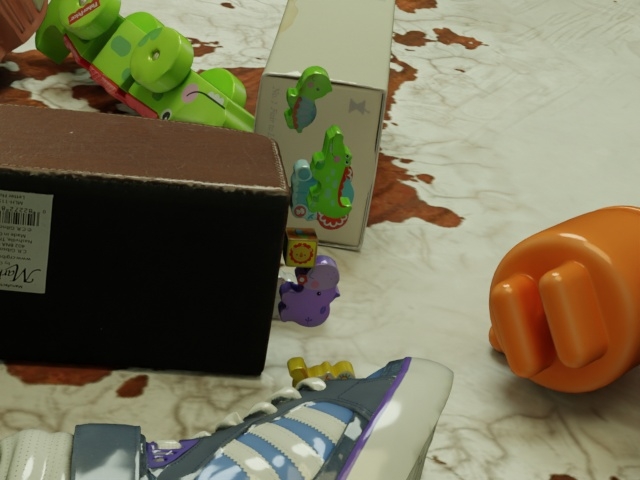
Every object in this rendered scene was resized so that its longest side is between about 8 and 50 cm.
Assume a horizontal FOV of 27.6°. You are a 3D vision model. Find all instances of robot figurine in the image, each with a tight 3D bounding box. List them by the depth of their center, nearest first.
[{"bbox_3d":[0.214,0.042,1.013,0.128,0.158,0.219,42,33,22],"label":"robot figurine"}]

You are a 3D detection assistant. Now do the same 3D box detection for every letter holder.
[{"bbox_3d":[-0.190,-0.025,0.989,0.302,0.152,0.214,5,26,-10],"label":"letter holder"}]

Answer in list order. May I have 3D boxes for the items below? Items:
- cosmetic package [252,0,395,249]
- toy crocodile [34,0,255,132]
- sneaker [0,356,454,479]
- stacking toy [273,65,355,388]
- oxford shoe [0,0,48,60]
[{"bbox_3d":[0.006,-0.135,1.255,0.113,0.160,0.309,9,26,1],"label":"cosmetic package"},{"bbox_3d":[-0.183,-0.176,1.336,0.340,0.105,0.115,38,3,35],"label":"toy crocodile"},{"bbox_3d":[-0.074,0.133,0.742,0.236,0.130,0.323,21,35,13],"label":"sneaker"},{"bbox_3d":[0.000,0.000,0.933,0.052,0.221,0.167,2,24,-9],"label":"stacking toy"},{"bbox_3d":[-0.404,-0.174,1.271,0.147,0.140,0.397,-15,24,24],"label":"oxford shoe"}]
